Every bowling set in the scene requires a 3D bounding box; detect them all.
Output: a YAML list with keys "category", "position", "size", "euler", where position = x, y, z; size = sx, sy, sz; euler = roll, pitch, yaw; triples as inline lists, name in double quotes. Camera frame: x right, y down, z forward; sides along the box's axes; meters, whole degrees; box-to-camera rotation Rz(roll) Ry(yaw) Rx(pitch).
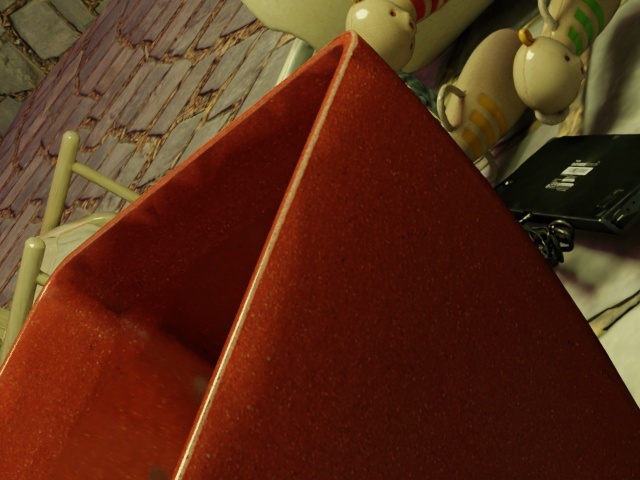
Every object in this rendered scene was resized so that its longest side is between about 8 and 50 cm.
- category: "bowling set"
  position: [0.113, -0.157, 0.801]
  size: [0.199, 0.287, 0.154]
  euler: [-2, 43, 40]

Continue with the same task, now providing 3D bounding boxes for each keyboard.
- category: "keyboard"
  position: [0.143, -0.018, 0.769]
  size: [0.100, 0.038, 0.192]
  euler: [-40, 10, -7]

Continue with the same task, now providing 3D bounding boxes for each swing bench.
- category: "swing bench"
  position: [-0.261, 0.071, 1.375]
  size: [0.255, 0.165, 0.253]
  euler: [-52, 19, 23]

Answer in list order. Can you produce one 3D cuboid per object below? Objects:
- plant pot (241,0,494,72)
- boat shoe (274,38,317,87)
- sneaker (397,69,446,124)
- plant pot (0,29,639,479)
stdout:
- category: "plant pot"
  position: [0.076, -0.302, 1.030]
  size: [0.305, 0.333, 0.334]
  euler: [-52, 16, 43]
- category: "boat shoe"
  position: [-0.027, -0.062, 1.140]
  size: [0.109, 0.094, 0.302]
  euler: [-24, 35, 55]
- category: "sneaker"
  position: [0.000, 0.000, 0.959]
  size: [0.122, 0.110, 0.283]
  euler: [-29, 32, 58]
- category: "plant pot"
  position: [-0.009, 0.128, 0.571]
  size: [0.267, 0.235, 0.267]
  euler: [-33, 28, 47]
